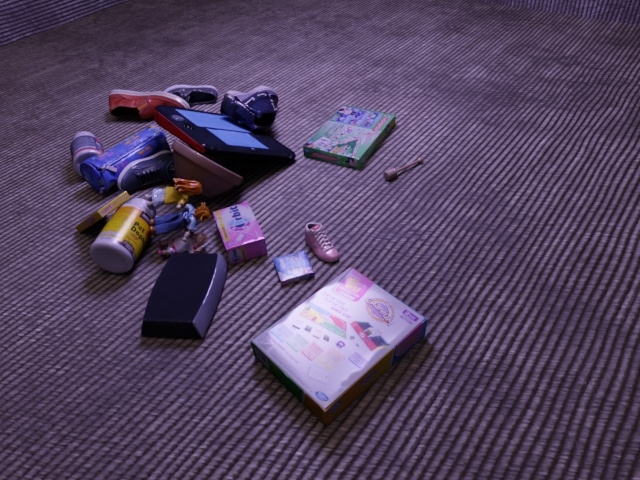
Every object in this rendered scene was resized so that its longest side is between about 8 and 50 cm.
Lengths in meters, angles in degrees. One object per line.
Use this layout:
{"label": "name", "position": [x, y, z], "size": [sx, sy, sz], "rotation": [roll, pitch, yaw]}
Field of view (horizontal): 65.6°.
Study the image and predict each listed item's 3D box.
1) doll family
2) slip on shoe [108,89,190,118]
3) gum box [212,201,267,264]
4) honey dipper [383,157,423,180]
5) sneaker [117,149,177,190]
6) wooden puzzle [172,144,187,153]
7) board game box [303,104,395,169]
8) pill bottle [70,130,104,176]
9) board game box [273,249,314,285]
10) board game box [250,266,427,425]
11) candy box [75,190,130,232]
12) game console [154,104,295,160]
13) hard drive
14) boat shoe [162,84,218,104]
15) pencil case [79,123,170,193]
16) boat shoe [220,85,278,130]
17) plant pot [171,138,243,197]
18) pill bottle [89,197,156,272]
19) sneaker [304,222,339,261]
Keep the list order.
{"label": "doll family", "position": [-0.391, -0.081, 1.380], "size": [0.163, 0.118, 0.262], "rotation": [-16, 65, -1]}
{"label": "slip on shoe", "position": [-0.680, -0.527, 1.969], "size": [0.332, 0.123, 0.101], "rotation": [5, 75, 3]}
{"label": "gum box", "position": [-0.229, -0.026, 1.399], "size": [0.107, 0.062, 0.188], "rotation": [-17, 44, -13]}
{"label": "honey dipper", "position": [0.271, -0.238, 1.608], "size": [0.161, 0.030, 0.030], "rotation": [-28, 47, -26]}
{"label": "sneaker", "position": [-0.528, -0.213, 1.614], "size": [0.163, 0.086, 0.226], "rotation": [27, 51, 32]}
{"label": "wooden puzzle", "position": [-0.509, -0.329, 1.797], "size": [0.083, 0.006, 0.049], "rotation": [-7, 42, -2]}
{"label": "board game box", "position": [0.108, -0.374, 1.759], "size": [0.214, 0.046, 0.317], "rotation": [19, 47, 22]}
{"label": "pill bottle", "position": [-0.808, -0.305, 1.724], "size": [0.108, 0.108, 0.180], "rotation": [-20, 45, -16]}
{"label": "board game box", "position": [-0.071, 0.071, 1.310], "size": [0.090, 0.020, 0.090], "rotation": [-16, 44, -10]}
{"label": "board game box", "position": [0.044, 0.217, 1.107], "size": [0.317, 0.064, 0.242], "rotation": [-34, 50, -28]}
{"label": "candy box", "position": [-0.634, -0.081, 1.441], "size": [0.206, 0.027, 0.105], "rotation": [-16, 24, 47]}
{"label": "game console", "position": [-0.317, -0.354, 1.644], "size": [0.342, 0.060, 0.387], "rotation": [33, 26, 36]}
{"label": "hard drive", "position": [-0.339, 0.127, 1.249], "size": [0.172, 0.054, 0.254], "rotation": [2, 43, 7]}
{"label": "boat shoe", "position": [-0.535, -0.587, 2.036], "size": [0.229, 0.080, 0.076], "rotation": [-4, 40, -11]}
{"label": "pencil case", "position": [-0.647, -0.277, 1.664], "size": [0.306, 0.119, 0.133], "rotation": [-43, 18, -34]}
{"label": "boat shoe", "position": [-0.213, -0.477, 1.828], "size": [0.158, 0.127, 0.340], "rotation": [33, 32, 12]}
{"label": "plant pot", "position": [-0.367, -0.207, 1.537], "size": [0.237, 0.237, 0.109], "rotation": [32, 93, 33]}
{"label": "pill bottle", "position": [-0.538, -0.020, 1.381], "size": [0.117, 0.117, 0.215], "rotation": [3, 43, 9]}
{"label": "sneaker", "position": [0.000, 0.000, 1.345], "size": [0.051, 0.070, 0.134], "rotation": [-26, 48, -24]}
